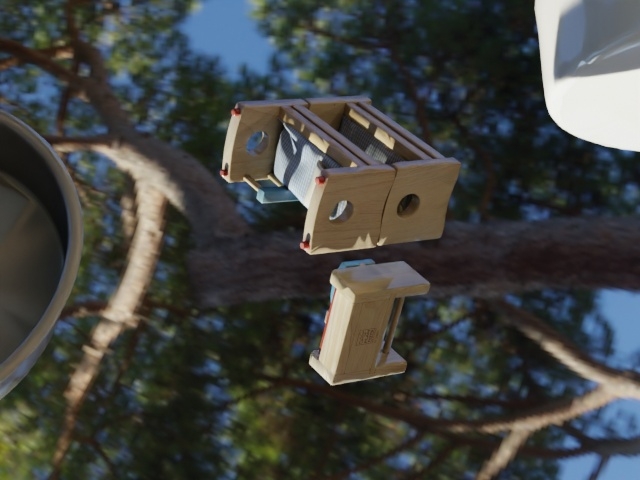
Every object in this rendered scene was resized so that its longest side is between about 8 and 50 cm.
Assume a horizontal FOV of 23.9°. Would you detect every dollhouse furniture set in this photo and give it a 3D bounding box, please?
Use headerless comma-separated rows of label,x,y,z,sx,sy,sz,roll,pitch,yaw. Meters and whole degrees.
dollhouse furniture set,0.000,0.000,1.167,0.129,0.129,0.184,-6,-58,-35

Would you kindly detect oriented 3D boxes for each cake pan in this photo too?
cake pan,-0.304,0.022,1.033,0.293,0.293,0.054,-40,-28,-24

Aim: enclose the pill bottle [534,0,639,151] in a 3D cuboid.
pill bottle,0.188,-0.253,0.716,0.224,0.224,0.392,11,-109,-38
